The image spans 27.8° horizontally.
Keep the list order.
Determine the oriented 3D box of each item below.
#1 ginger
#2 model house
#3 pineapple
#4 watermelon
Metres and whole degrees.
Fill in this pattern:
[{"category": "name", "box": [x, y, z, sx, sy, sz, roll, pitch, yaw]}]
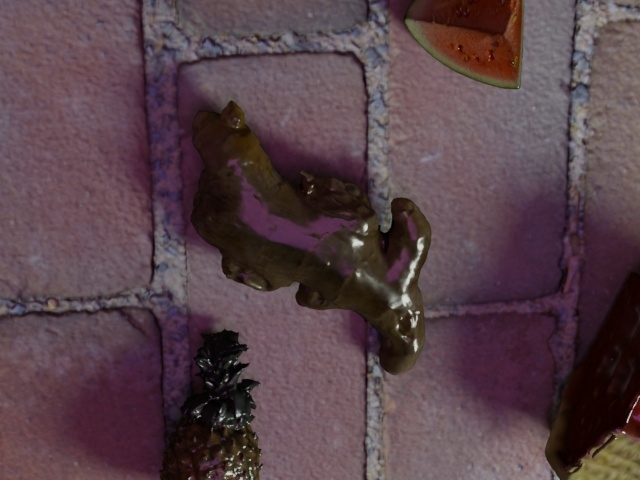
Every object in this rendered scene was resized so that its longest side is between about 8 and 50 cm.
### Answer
[{"category": "ginger", "box": [-0.002, -0.001, 1.246, 0.333, 0.080, 0.166, 35, 115, -14]}, {"category": "model house", "box": [0.360, 0.180, 1.312, 0.196, 0.160, 0.254, 25, 108, -14]}, {"category": "pineapple", "box": [-0.107, 0.186, 1.302, 0.108, 0.108, 0.197, 4, 97, -8]}, {"category": "watermelon", "box": [0.159, -0.193, 1.186, 0.125, 0.094, 0.135, -36, 114, -1]}]
